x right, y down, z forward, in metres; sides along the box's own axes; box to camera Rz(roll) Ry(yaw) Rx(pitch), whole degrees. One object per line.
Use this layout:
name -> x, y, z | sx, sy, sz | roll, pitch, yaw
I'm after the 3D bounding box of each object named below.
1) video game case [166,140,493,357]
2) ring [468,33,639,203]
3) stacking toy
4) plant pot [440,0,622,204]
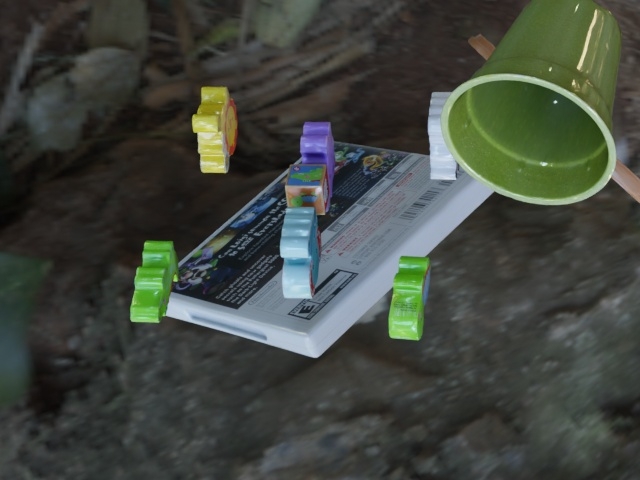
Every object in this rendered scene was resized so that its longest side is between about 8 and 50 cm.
video game case -> 0.000, 0.000, 1.236 | 0.173, 0.190, 0.022 | 12, 136, 47
ring -> 0.204, 0.004, 1.048 | 0.336, 0.336, 0.032 | 44, 98, 11
stacking toy -> -0.008, -0.016, 1.101 | 0.167, 0.221, 0.052 | 2, 130, 10
plant pot -> 0.107, -0.074, 0.861 | 0.083, 0.079, 0.083 | 15, 143, 12
